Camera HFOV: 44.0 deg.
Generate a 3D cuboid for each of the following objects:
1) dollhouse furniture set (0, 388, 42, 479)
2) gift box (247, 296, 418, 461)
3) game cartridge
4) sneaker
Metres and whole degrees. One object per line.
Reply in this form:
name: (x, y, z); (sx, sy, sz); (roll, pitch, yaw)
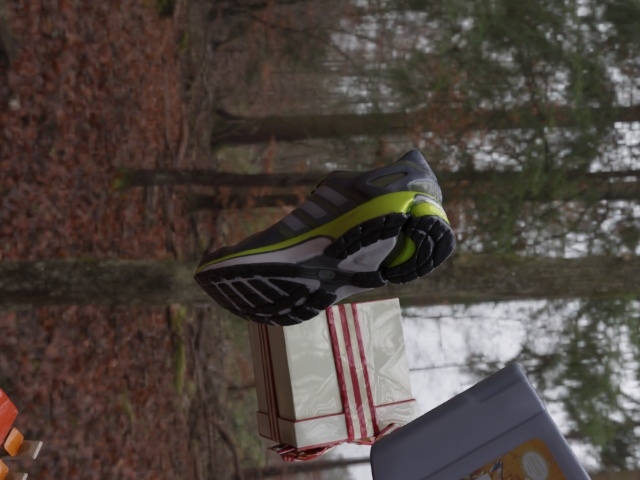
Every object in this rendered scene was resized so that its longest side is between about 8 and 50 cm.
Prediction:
dollhouse furniture set: (-0.650, 0.404, 1.499); (0.259, 0.135, 0.262); (-76, 155, -45)
gift box: (0.012, 0.243, 1.375); (0.276, 0.255, 0.258); (161, -78, -73)
game cartridge: (0.169, 0.280, 0.714); (0.297, 0.198, 0.062); (62, 3, 34)
sneaker: (0.000, 0.000, 0.821); (0.111, 0.300, 0.121); (52, 33, -35)
